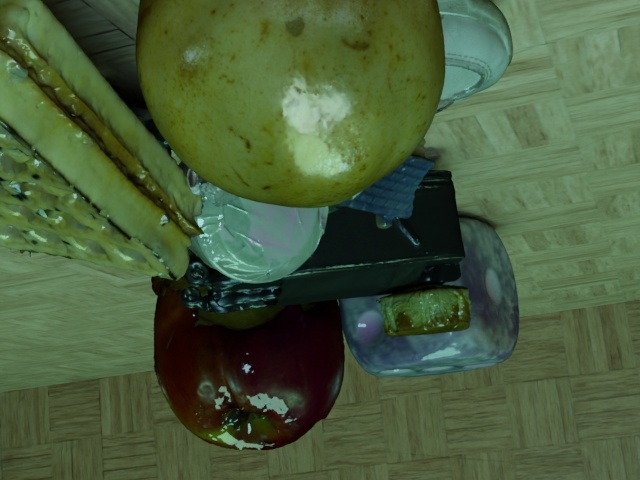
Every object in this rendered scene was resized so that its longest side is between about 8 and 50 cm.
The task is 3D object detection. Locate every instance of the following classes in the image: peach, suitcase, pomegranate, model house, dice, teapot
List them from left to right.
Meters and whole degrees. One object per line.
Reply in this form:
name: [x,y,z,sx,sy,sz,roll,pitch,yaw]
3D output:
teapot: [-0.099,-0.074,1.246,0.163,0.221,0.178,-9,-164,-28]
peach: [-0.131,0.161,1.921,0.339,0.416,0.353,1,143,-7]
pomegranate: [-0.024,-0.153,0.874,0.264,0.264,0.264,-6,167,-1]
suitcase: [0.000,0.000,1.662,0.434,0.194,0.283,-4,169,-9]
model house: [0.024,-0.094,1.329,0.167,0.172,0.183,6,163,-44]
dice: [0.208,0.113,2.071,0.271,0.270,0.270,-14,164,31]

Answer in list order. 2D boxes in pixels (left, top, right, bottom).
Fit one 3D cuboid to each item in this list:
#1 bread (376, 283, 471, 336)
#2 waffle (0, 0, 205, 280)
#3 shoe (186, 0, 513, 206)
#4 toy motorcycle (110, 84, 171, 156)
bread: [0.168,0.109,1.661,0.128,0.069,0.140,2,166,-45]
waffle: [-0.284,-0.092,1.003,0.261,0.114,0.376,13,158,24]
shoe: [0.021,-0.136,1.090,0.351,0.198,0.172,-5,169,2]
toy motorcycle: [-0.274,-0.118,1.230,0.204,0.108,0.239,5,163,-39]
